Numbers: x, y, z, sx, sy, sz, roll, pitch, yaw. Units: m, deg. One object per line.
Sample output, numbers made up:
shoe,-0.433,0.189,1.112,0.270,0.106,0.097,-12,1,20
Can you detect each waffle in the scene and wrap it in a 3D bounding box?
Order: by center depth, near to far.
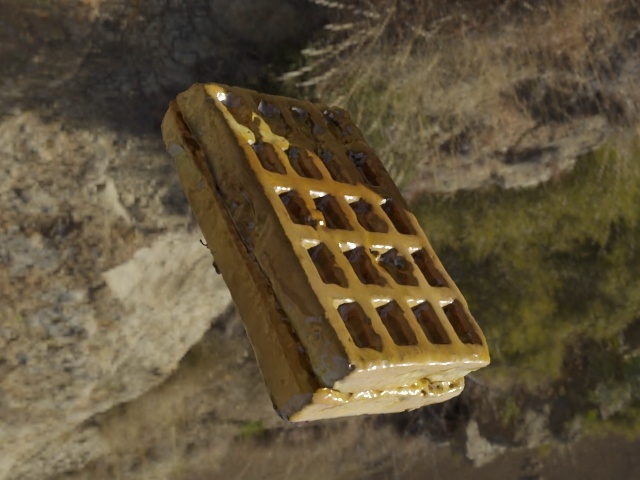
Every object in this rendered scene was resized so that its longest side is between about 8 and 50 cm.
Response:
waffle,0.000,0.000,0.821,0.224,0.327,0.098,6,139,-47
